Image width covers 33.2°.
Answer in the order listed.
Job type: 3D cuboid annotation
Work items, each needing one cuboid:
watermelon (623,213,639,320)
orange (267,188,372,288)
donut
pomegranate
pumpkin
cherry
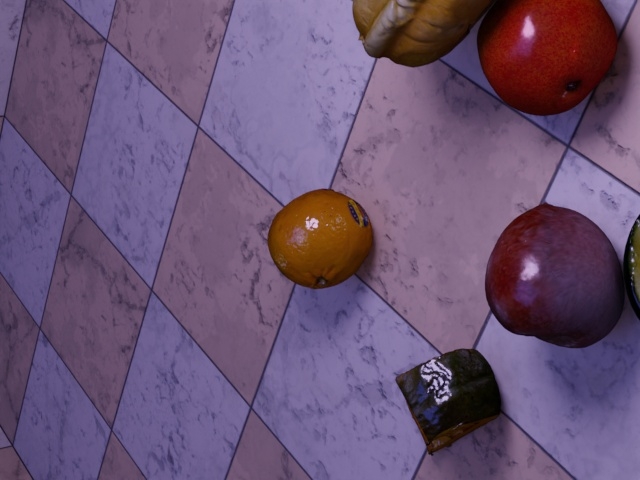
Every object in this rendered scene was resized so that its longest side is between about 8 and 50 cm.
[{"bbox_3d":[0.549,0.082,1.678,0.129,0.123,0.301,-23,74,15],"label":"watermelon"},{"bbox_3d":[0.001,-0.002,2.190,0.219,0.219,0.193,-28,78,47],"label":"orange"},{"bbox_3d":[0.220,-0.465,1.750,0.198,0.449,0.449,40,130,0],"label":"donut"},{"bbox_3d":[0.359,-0.328,1.748,0.256,0.221,0.221,-97,30,-48],"label":"pomegranate"},{"bbox_3d":[0.207,0.316,2.008,0.280,0.190,0.139,-45,62,43],"label":"pumpkin"},{"bbox_3d":[0.386,0.053,1.744,0.206,0.239,0.239,-170,77,-71],"label":"cherry"}]
